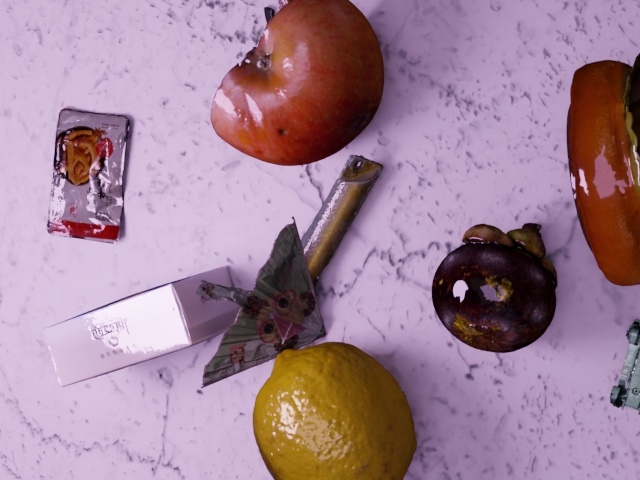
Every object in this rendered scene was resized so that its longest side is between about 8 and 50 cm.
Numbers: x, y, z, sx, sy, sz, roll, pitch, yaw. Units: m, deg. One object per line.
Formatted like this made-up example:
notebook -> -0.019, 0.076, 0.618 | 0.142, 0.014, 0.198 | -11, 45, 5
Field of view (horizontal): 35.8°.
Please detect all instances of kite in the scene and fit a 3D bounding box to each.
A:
kite -> -0.090, 0.118, 1.624 | 0.322, 0.268, 0.013 | -60, 34, 5

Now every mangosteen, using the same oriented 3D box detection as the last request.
mangosteen -> 0.273, 0.060, 1.509 | 0.192, 0.192, 0.217 | 16, 63, 19

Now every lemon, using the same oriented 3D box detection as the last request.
lemon -> 0.025, 0.306, 1.581 | 0.253, 0.253, 0.310 | -34, 84, 21

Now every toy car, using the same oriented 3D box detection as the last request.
toy car -> 0.487, 0.193, 1.492 | 0.073, 0.054, 0.143 | 16, 105, 20

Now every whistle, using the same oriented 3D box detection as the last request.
whistle -> 0.001, 0.001, 1.653 | 0.326, 0.068, 0.057 | -60, 39, 18

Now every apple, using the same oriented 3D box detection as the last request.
apple -> -0.009, -0.224, 1.532 | 0.163, 0.251, 0.293 | 42, 109, 21

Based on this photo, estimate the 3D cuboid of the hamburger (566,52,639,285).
hamburger -> 0.479, -0.109, 1.322 | 0.250, 0.330, 0.329 | -8, 93, 27

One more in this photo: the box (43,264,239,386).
box -> -0.302, 0.147, 1.713 | 0.274, 0.203, 0.116 | -19, 89, 22

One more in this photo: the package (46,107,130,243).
package -> -0.426, -0.119, 1.826 | 0.154, 0.030, 0.239 | 8, 98, 18

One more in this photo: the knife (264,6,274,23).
knife -> -0.067, -0.315, 1.677 | 0.023, 0.010, 0.170 | -14, 92, 28

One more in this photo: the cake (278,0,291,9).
cake -> 0.009, -0.484, 1.529 | 0.113, 0.116, 0.295 | 43, 88, -11
